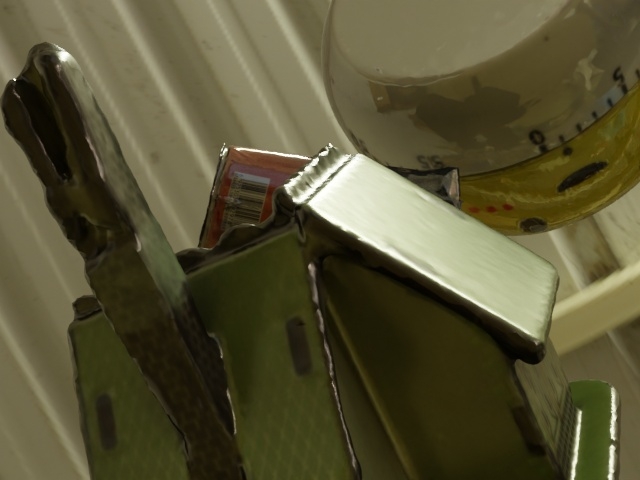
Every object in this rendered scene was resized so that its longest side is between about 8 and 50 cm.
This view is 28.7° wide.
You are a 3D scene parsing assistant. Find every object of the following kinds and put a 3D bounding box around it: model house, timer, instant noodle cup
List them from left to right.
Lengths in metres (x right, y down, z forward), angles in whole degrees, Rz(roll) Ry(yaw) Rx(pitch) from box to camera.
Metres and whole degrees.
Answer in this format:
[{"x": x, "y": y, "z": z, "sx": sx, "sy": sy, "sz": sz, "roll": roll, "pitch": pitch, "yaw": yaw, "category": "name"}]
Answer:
[{"x": -0.015, "y": 0.025, "z": 0.549, "sx": 0.204, "sy": 0.218, "sz": 0.279, "roll": -26, "pitch": -83, "yaw": 18, "category": "model house"}, {"x": -0.001, "y": 0.002, "z": 0.719, "sx": 0.135, "sy": 0.127, "sz": 0.127, "roll": 13, "pitch": -82, "yaw": -5, "category": "instant noodle cup"}, {"x": 0.157, "y": -0.109, "z": 0.930, "sx": 0.285, "sy": 0.285, "sz": 0.285, "roll": 1, "pitch": -83, "yaw": 6, "category": "timer"}]
